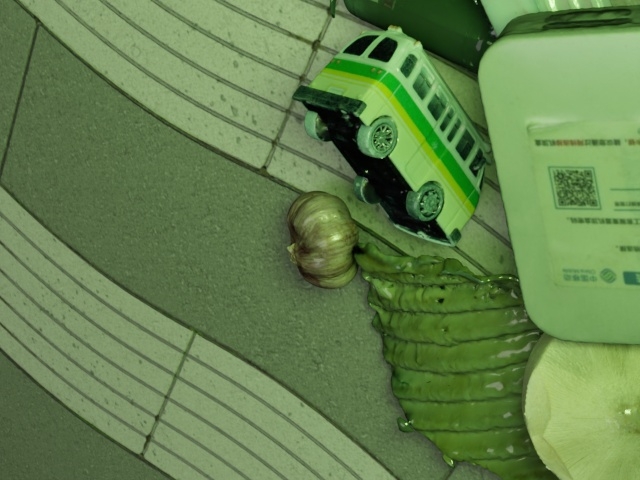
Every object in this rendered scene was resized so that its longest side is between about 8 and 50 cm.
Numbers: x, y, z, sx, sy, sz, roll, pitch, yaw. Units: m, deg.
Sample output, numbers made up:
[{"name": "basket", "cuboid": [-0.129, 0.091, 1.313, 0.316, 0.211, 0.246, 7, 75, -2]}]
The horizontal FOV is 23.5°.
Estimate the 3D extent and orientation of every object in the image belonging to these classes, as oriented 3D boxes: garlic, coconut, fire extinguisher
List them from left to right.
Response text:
[{"name": "garlic", "cuboid": [0.000, 0.000, 2.232, 0.159, 0.102, 0.147, 128, 127, -79]}, {"name": "fire extinguisher", "cuboid": [0.120, -0.295, 1.960, 0.311, 0.095, 0.114, 31, 106, 28]}, {"name": "coconut", "cuboid": [0.366, 0.199, 1.890, 0.237, 0.266, 0.237, 0, 96, 0]}]

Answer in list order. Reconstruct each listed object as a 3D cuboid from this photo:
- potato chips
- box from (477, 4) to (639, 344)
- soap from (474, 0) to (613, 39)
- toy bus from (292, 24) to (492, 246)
[{"name": "potato chips", "cuboid": [0.206, 0.161, 2.162, 0.389, 0.097, 0.373, 17, 130, 35]}, {"name": "box", "cuboid": [0.391, -0.064, 1.678, 0.396, 0.111, 0.396, 2, 120, 30]}, {"name": "soap", "cuboid": [0.268, -0.265, 1.802, 0.091, 0.145, 0.230, -15, 101, 48]}, {"name": "toy bus", "cuboid": [0.108, -0.133, 1.970, 0.134, 0.164, 0.276, 21, 159, 47]}]
